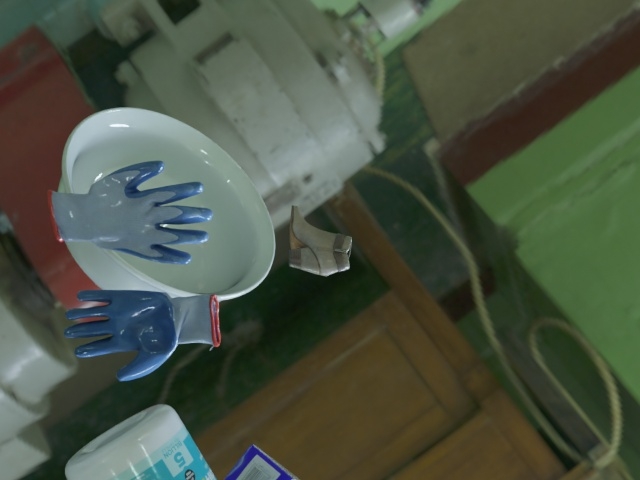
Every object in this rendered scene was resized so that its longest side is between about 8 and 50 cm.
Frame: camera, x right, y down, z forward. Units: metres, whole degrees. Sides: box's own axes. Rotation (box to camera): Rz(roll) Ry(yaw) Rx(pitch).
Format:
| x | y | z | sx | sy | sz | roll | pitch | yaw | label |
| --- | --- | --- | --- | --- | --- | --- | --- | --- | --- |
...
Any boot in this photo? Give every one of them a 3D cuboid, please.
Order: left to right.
| x | y | z | sx | sy | sz | roll | pitch | yaw | label |
| --- | --- | --- | --- | --- | --- | --- | --- | --- | --- |
| 0.000 | 0.000 | 1.734 | 0.087 | 0.118 | 0.042 | 0 | 145 | 0 | boot |

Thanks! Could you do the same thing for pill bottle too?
| x | y | z | sx | sy | sz | roll | pitch | yaw | label |
| --- | --- | --- | --- | --- | --- | --- | --- | --- | --- |
| -0.171 | 0.334 | 1.450 | 0.146 | 0.264 | 0.146 | -30 | -175 | 3 | pill bottle |

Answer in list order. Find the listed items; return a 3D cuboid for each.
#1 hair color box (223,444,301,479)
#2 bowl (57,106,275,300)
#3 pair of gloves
| x | y | z | sx | sy | sz | roll | pitch | yaw | label |
| --- | --- | --- | --- | --- | --- | --- | --- | --- | --- |
| 0.025 | 0.427 | 1.660 | 0.339 | 0.185 | 0.110 | 40 | 82 | -18 | hair color box |
| -0.215 | -0.014 | 1.569 | 0.298 | 0.298 | 0.134 | 2 | 144 | -44 | bowl |
| -0.164 | 0.029 | 1.111 | 0.159 | 0.198 | 0.023 | -3 | -168 | 20 | pair of gloves |
